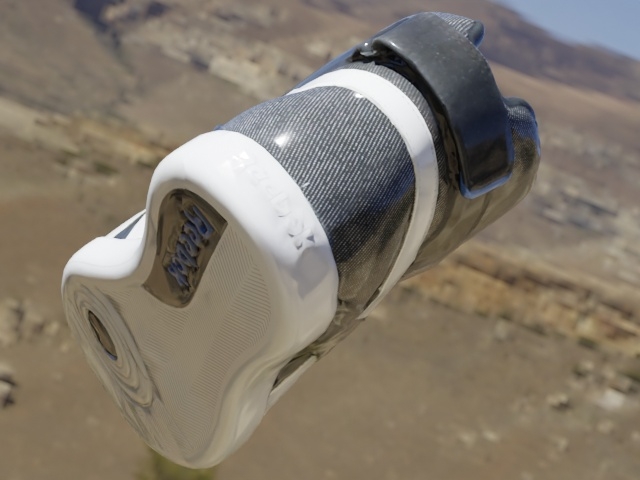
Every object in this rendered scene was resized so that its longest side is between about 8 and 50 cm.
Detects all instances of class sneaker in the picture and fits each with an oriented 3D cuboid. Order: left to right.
[{"bbox_3d":[0.000,0.000,0.554,0.079,0.121,0.217,57,-23,2],"label":"sneaker"}]
